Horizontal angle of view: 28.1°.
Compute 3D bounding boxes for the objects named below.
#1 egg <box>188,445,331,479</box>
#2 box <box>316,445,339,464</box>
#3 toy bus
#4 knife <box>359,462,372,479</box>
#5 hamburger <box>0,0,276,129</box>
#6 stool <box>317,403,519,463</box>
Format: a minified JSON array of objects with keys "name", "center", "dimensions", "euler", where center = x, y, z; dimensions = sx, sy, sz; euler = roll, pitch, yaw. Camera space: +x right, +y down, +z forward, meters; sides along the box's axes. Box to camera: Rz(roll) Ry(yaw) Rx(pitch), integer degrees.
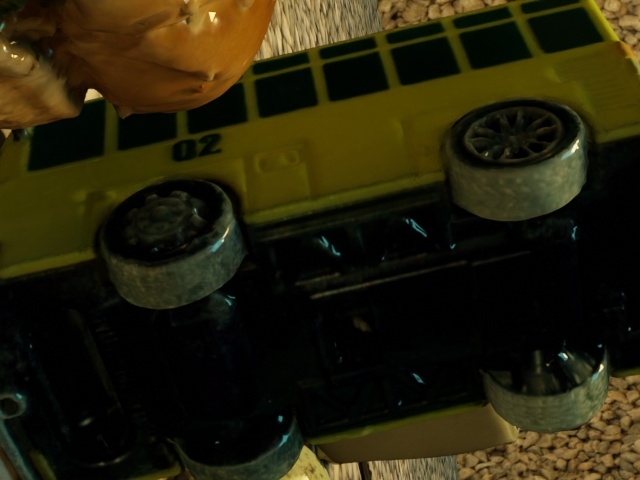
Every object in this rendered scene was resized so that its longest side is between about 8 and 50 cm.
[{"name":"egg","center":[-0.034,0.148,0.706],"dimensions":[0.110,0.085,0.085],"euler":[134,-51,-82]},{"name":"box","center":[0.005,0.136,1.215],"dimensions":[0.073,0.020,0.149],"euler":[52,30,-72]},{"name":"toy bus","center":[0.000,0.000,0.504],"dimensions":[0.150,0.262,0.128],"euler":[-99,176,-54]},{"name":"knife","center":[0.057,0.288,1.466],"dimensions":[0.023,0.010,0.170],"euler":[-74,157,-57]},{"name":"hamburger","center":[-0.082,-0.156,0.401],"dimensions":[0.286,0.146,0.243],"euler":[96,-16,-81]},{"name":"stool","center":[0.057,0.026,1.083],"dimensions":[0.243,0.170,0.269],"euler":[60,24,-58]}]
